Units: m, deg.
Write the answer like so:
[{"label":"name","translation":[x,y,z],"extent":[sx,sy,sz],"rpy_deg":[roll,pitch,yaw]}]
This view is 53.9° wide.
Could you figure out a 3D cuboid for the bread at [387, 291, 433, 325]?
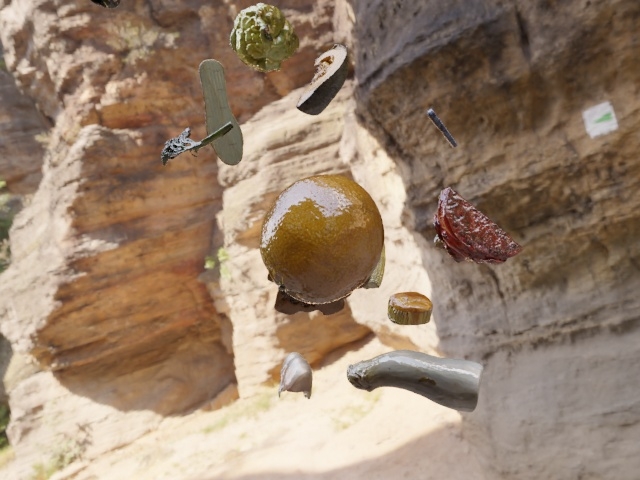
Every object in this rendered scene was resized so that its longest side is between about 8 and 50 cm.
[{"label":"bread","translation":[0.374,0.282,2.626],"extent":[0.190,0.114,0.132],"rpy_deg":[-4,33,-15]}]

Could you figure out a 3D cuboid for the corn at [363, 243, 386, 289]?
[{"label":"corn","translation":[0.155,0.070,1.903],"extent":[0.085,0.165,0.063],"rpy_deg":[-1,-32,14]}]

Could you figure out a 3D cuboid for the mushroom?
[{"label":"mushroom","translation":[0.278,0.408,1.866],"extent":[0.396,0.177,0.126],"rpy_deg":[14,31,0]}]

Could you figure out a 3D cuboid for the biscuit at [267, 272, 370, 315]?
[{"label":"biscuit","translation":[-0.036,0.065,1.588],"extent":[0.278,0.302,0.043],"rpy_deg":[-27,20,18]}]

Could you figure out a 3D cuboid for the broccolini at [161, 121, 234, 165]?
[{"label":"broccolini","translation":[-0.345,-0.298,1.810],"extent":[0.271,0.123,0.062],"rpy_deg":[-15,-37,31]}]

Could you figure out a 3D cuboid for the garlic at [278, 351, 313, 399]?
[{"label":"garlic","translation":[-0.074,0.395,1.855],"extent":[0.099,0.124,0.174],"rpy_deg":[6,12,-17]}]

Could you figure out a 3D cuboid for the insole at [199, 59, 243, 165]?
[{"label":"insole","translation":[-0.321,-0.411,2.025],"extent":[0.118,0.349,0.009],"rpy_deg":[-12,1,-27]}]

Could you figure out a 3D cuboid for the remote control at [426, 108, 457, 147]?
[{"label":"remote control","translation":[0.408,-0.377,2.115],"extent":[0.027,0.152,0.043],"rpy_deg":[-40,14,6]}]

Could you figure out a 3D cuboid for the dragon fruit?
[{"label":"dragon fruit","translation":[0.455,0.008,2.018],"extent":[0.152,0.317,0.205],"rpy_deg":[-51,-3,-24]}]

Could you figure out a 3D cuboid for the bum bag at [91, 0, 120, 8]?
[{"label":"bum bag","translation":[-0.707,-0.798,1.989],"extent":[0.095,0.144,0.340],"rpy_deg":[-54,28,8]}]

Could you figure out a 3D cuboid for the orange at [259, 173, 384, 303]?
[{"label":"orange","translation":[0.000,0.000,1.278],"extent":[0.264,0.264,0.264],"rpy_deg":[-15,-1,0]}]

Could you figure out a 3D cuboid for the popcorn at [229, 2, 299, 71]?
[{"label":"popcorn","translation":[-0.227,-0.796,2.511],"extent":[0.237,0.293,0.293],"rpy_deg":[-16,-1,29]}]

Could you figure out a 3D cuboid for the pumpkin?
[{"label":"pumpkin","translation":[0.042,-0.548,2.173],"extent":[0.163,0.111,0.279],"rpy_deg":[-16,44,44]}]
